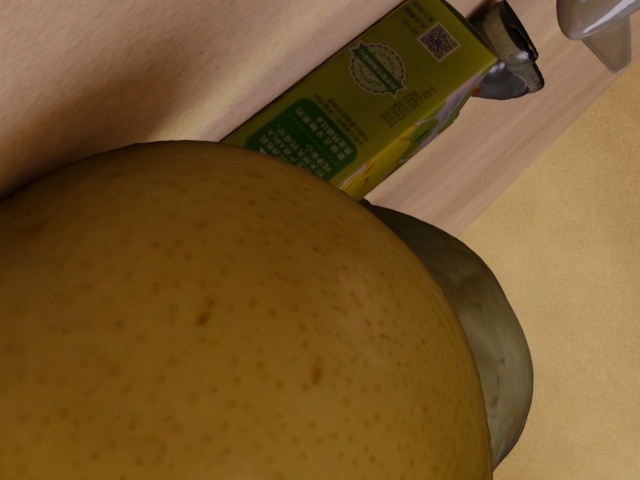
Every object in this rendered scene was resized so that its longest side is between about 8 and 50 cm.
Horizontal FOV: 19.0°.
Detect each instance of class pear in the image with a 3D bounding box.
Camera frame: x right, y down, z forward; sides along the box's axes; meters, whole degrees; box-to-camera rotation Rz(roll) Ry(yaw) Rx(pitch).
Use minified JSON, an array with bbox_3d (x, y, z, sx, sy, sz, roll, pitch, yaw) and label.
[{"bbox_3d":[-0.073,0.117,1.000,0.348,0.348,0.348,-42,174,-5],"label":"pear"}]

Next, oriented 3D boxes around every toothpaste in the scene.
[{"bbox_3d":[-0.021,-0.045,1.309,0.327,0.077,0.110,-40,174,-26],"label":"toothpaste"}]

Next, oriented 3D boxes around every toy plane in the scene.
[{"bbox_3d":[0.304,-0.260,1.686,0.245,0.117,0.244,-41,172,-7],"label":"toy plane"}]

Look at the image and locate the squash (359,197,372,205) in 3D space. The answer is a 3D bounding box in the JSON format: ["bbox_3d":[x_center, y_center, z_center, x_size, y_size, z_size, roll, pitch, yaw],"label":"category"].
[{"bbox_3d":[0.000,0.000,1.900,0.183,0.052,0.052,-30,167,-49],"label":"squash"}]

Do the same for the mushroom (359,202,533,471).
[{"bbox_3d":[-0.009,0.119,1.431,0.352,0.260,0.352,-11,-152,6],"label":"mushroom"}]

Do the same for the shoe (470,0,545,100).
[{"bbox_3d":[0.146,-0.155,1.672,0.077,0.074,0.194,-31,172,3],"label":"shoe"}]
